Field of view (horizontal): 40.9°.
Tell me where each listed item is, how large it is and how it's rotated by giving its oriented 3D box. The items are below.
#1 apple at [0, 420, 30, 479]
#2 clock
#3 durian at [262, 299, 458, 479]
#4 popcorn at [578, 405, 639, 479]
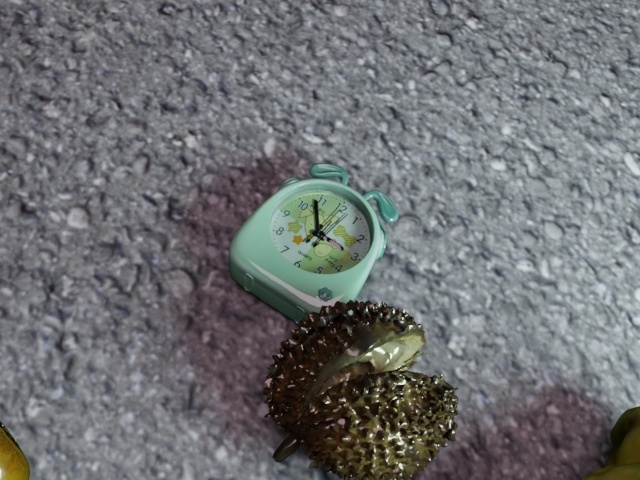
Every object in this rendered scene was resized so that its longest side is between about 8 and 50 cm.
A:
[{"bbox_3d":[-0.329,0.209,0.790,0.102,0.099,0.114,-37,76,-21],"label":"apple"},{"bbox_3d":[0.000,-0.001,0.969,0.148,0.060,0.188,34,62,11],"label":"clock"},{"bbox_3d":[0.033,0.159,0.849,0.196,0.167,0.196,-11,50,13],"label":"durian"},{"bbox_3d":[0.320,0.300,0.733,0.334,0.293,0.292,-23,68,-36],"label":"popcorn"}]
